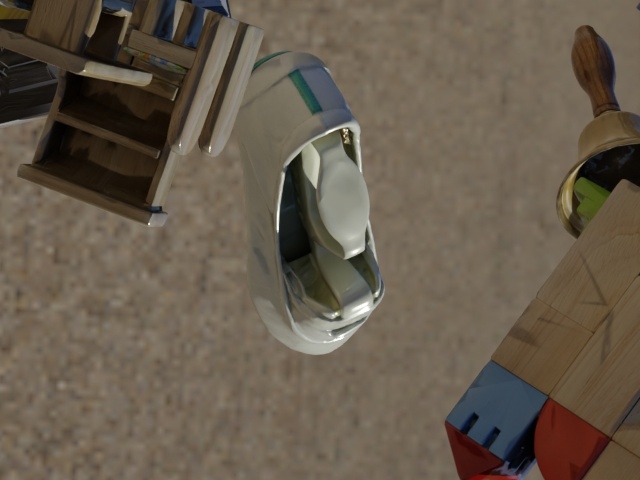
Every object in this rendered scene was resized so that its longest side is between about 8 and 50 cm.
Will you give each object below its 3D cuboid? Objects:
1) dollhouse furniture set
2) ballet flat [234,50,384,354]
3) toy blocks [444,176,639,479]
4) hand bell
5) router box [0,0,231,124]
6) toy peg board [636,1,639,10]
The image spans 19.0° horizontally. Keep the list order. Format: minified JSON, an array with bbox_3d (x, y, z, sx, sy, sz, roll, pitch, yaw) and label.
[{"bbox_3d":[-0.161,-0.101,1.295,0.242,0.212,0.161,-7,117,-78],"label":"dollhouse furniture set"},{"bbox_3d":[0.000,0.000,1.837,0.400,0.139,0.139,81,16,-45],"label":"ballet flat"},{"bbox_3d":[0.231,0.148,1.157,0.261,0.381,0.191,-52,150,-6],"label":"toy blocks"},{"bbox_3d":[0.259,-0.115,1.720,0.242,0.126,0.126,-94,176,-48],"label":"hand bell"},{"bbox_3d":[-0.245,-0.245,1.823,0.081,0.309,0.243,-17,97,-62],"label":"router box"},{"bbox_3d":[0.316,-0.143,1.483,0.079,0.161,0.160,-54,-148,8],"label":"toy peg board"}]
